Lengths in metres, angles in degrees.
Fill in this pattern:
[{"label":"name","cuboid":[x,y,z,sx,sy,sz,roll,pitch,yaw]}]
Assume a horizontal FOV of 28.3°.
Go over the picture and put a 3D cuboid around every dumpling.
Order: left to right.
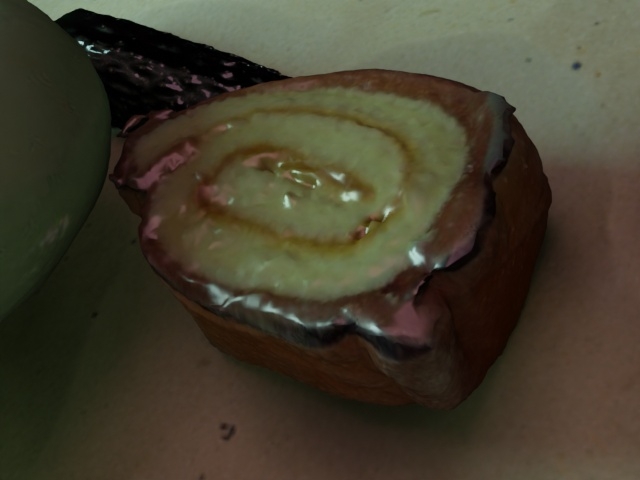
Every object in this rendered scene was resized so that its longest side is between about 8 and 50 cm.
[{"label":"dumpling","cuboid":[-0.249,-0.035,0.721,0.270,0.212,0.320,-28,16,38]}]

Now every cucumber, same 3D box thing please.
[{"label":"cucumber","cuboid":[-0.098,-0.108,0.854,0.211,0.062,0.078,18,62,35]}]

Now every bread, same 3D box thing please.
[{"label":"bread","cuboid":[0.005,-0.010,0.685,0.244,0.123,0.190,15,59,33]}]
